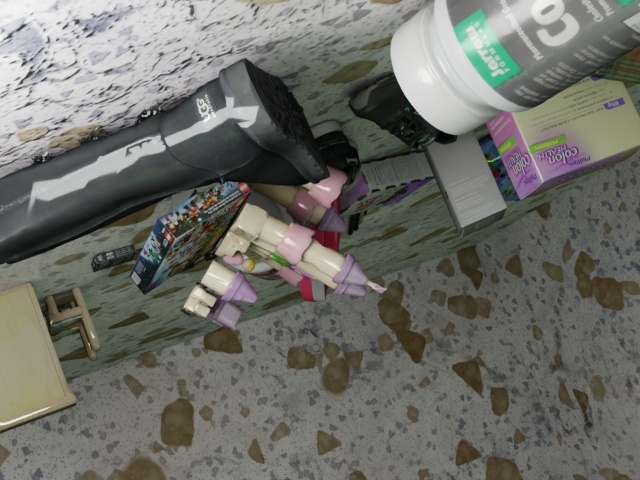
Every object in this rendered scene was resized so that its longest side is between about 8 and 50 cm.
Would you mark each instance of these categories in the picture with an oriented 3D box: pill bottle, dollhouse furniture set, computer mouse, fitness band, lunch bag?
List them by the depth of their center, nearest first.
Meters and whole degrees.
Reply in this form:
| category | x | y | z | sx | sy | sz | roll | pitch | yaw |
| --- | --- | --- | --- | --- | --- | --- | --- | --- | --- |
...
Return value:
| category | x | y | z | sx | sy | sz | roll | pitch | yaw |
| --- | --- | --- | --- | --- | --- | --- | --- | --- | --- |
| pill bottle | 0.271 | -0.284 | 1.231 | 0.204 | 0.204 | 0.361 | -12 | 165 | -48 |
| pill bottle | -0.119 | -0.009 | 2.001 | 0.161 | 0.161 | 0.283 | -23 | 171 | 6 |
| fitness band | 0.000 | 0.000 | 2.079 | 0.054 | 0.209 | 0.291 | 7 | 136 | 8 |
| dollhouse furniture set | -0.639 | 0.272 | 2.105 | 0.362 | 0.257 | 0.394 | -18 | 170 | -20 |
| computer mouse | -0.290 | 0.040 | 2.296 | 0.242 | 0.041 | 0.071 | -23 | -178 | -42 |
| lunch bag | 0.490 | -0.227 | 2.372 | 0.293 | 0.138 | 0.221 | -43 | 160 | 31 |

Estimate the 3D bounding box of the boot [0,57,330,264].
| category | x | y | z | sx | sy | sz | roll | pitch | yaw |
| --- | --- | --- | --- | --- | --- | --- | --- | --- | --- |
| boot | -0.236 | -0.078 | 1.397 | 0.445 | 0.146 | 0.367 | -26 | 164 | 10 |

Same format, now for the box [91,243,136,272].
| category | x | y | z | sx | sy | sz | roll | pitch | yaw |
| --- | --- | --- | --- | --- | --- | --- | --- | --- | --- |
| box | -0.416 | 0.036 | 2.016 | 0.083 | 0.018 | 0.067 | -18 | 170 | -22 |

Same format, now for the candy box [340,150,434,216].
| category | x | y | z | sx | sy | sz | roll | pitch | yaw |
| --- | --- | --- | --- | --- | --- | --- | --- | --- | --- |
| candy box | 0.126 | -0.122 | 2.203 | 0.196 | 0.070 | 0.165 | -15 | 169 | -35 |

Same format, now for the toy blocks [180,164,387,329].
| category | x | y | z | sx | sy | sz | roll | pitch | yaw |
| --- | --- | --- | --- | --- | --- | --- | --- | --- | --- |
| toy blocks | -0.042 | 0.043 | 1.698 | 0.309 | 0.260 | 0.288 | -61 | -173 | -11 |

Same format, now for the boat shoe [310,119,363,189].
| category | x | y | z | sx | sy | sz | roll | pitch | yaw |
| --- | --- | --- | --- | --- | --- | --- | --- | --- | --- |
| boat shoe | 0.023 | -0.134 | 1.836 | 0.114 | 0.091 | 0.302 | -23 | 170 | 9 |

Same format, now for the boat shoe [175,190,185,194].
| category | x | y | z | sx | sy | sz | roll | pitch | yaw |
| --- | --- | --- | --- | --- | --- | --- | --- | --- | --- |
| boat shoe | -0.238 | -0.097 | 1.606 | 0.135 | 0.050 | 0.045 | -8 | 170 | -19 |

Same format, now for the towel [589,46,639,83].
| category | x | y | z | sx | sy | sz | roll | pitch | yaw |
| --- | --- | --- | --- | --- | --- | --- | --- | --- | --- |
| towel | 0.587 | -0.370 | 1.646 | 0.370 | 0.040 | 0.271 | -9 | 137 | -53 |

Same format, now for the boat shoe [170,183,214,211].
| category | x | y | z | sx | sy | sz | roll | pitch | yaw |
| --- | --- | --- | --- | --- | --- | --- | --- | --- | --- |
| boat shoe | -0.197 | -0.071 | 1.736 | 0.070 | 0.078 | 0.219 | -15 | 166 | -32 |

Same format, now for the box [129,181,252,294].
| category | x | y | z | sx | sy | sz | roll | pitch | yaw |
| --- | --- | --- | --- | --- | --- | --- | --- | --- | --- |
| box | -0.212 | -0.010 | 1.617 | 0.159 | 0.044 | 0.233 | -35 | 172 | -31 |

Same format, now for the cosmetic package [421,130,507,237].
| category | x | y | z | sx | sy | sz | roll | pitch | yaw |
| --- | --- | --- | --- | --- | --- | --- | --- | --- | --- |
| cosmetic package | 0.267 | -0.140 | 1.930 | 0.107 | 0.238 | 0.127 | -25 | 168 | 3 |

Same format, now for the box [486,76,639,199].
| category | x | y | z | sx | sy | sz | roll | pitch | yaw |
| --- | --- | --- | --- | --- | --- | --- | --- | --- | --- |
| box | 0.407 | -0.227 | 1.736 | 0.213 | 0.243 | 0.117 | -21 | 170 | -12 |

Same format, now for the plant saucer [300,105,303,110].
| category | x | y | z | sx | sy | sz | roll | pitch | yaw |
| --- | --- | --- | --- | --- | --- | --- | --- | --- | --- |
| plant saucer | -0.100 | -0.165 | 1.586 | 0.168 | 0.029 | 0.168 | -20 | 170 | -4 |

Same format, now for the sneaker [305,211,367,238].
| category | x | y | z | sx | sy | sz | roll | pitch | yaw |
| --- | --- | --- | --- | --- | --- | --- | --- | --- | --- |
| sneaker | 0.002 | -0.045 | 2.292 | 0.292 | 0.118 | 0.110 | -37 | 150 | -33 |

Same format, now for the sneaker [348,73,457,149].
| category | x | y | z | sx | sy | sz | roll | pitch | yaw |
| --- | --- | --- | --- | --- | --- | --- | --- | --- | --- |
| sneaker | 0.151 | -0.211 | 1.665 | 0.101 | 0.106 | 0.267 | -28 | 168 | 37 |
